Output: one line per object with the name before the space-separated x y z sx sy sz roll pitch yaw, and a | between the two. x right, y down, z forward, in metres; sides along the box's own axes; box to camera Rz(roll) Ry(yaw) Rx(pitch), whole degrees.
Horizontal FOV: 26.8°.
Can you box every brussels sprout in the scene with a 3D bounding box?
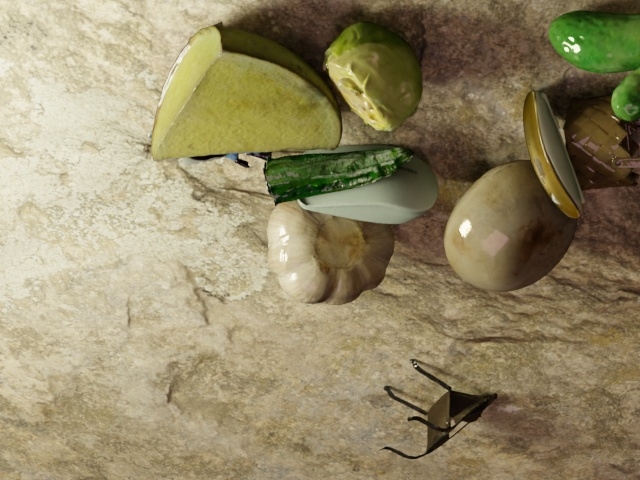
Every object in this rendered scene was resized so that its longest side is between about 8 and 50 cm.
brussels sprout | 0.085 -0.238 1.920 0.149 0.122 0.151 40 176 16

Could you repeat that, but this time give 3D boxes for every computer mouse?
computer mouse | 0.336 -0.124 1.983 0.045 0.199 0.102 -19 179 -3
computer mouse | 0.071 -0.095 2.095 0.231 0.128 0.079 6 140 -5

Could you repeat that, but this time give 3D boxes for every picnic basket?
picnic basket | 0.453 -0.148 1.979 0.178 0.128 0.138 0 128 22

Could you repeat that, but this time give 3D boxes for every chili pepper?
chili pepper | 0.030 -0.111 2.027 0.227 0.059 0.088 -12 147 4

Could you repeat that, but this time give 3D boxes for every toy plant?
toy plant | 0.510 -0.247 1.770 0.356 0.210 0.317 -38 96 33

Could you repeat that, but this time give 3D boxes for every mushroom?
mushroom | 0.294 -0.029 2.119 0.226 0.178 0.226 -22 143 -18

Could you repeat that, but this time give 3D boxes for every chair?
chair | 0.231 0.336 2.561 0.213 0.149 0.174 17 137 -18

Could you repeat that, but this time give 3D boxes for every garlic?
garlic | 0.000 0.000 2.203 0.218 0.218 0.212 26 173 -21

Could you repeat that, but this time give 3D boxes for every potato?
potato | -0.090 -0.205 2.001 0.255 0.112 0.269 14 142 -25

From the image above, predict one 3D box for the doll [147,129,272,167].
doll | -0.171 -0.157 2.096 0.195 0.070 0.096 3 124 -7
